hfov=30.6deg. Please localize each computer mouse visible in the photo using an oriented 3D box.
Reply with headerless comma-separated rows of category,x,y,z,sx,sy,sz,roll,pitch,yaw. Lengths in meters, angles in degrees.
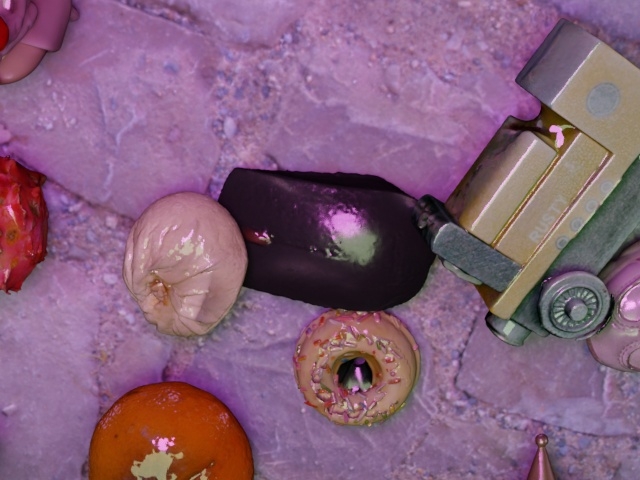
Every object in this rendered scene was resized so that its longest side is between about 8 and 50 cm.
computer mouse,0.000,0.002,1.472,0.295,0.087,0.168,6,107,2

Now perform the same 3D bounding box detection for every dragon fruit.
dragon fruit,-0.458,-0.030,1.406,0.268,0.205,0.210,28,113,-10

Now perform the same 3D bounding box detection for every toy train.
toy train,0.290,-0.062,1.396,0.253,0.160,0.397,30,105,-21

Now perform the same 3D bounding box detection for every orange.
orange,-0.194,0.296,1.523,0.224,0.170,0.224,1,109,2

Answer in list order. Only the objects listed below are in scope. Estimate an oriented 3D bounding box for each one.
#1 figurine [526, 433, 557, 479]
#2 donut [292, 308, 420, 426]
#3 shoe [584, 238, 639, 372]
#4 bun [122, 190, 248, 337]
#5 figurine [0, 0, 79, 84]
figurine,0.297,0.450,1.584,0.207,0.166,0.386,-21,107,-29
donut,0.047,0.168,1.534,0.175,0.068,0.174,0,108,-1
shoe,0.499,0.072,1.433,0.351,0.198,0.171,-23,104,6
bun,-0.175,0.034,1.456,0.164,0.111,0.188,35,120,5
figurine,-0.374,-0.259,1.286,0.176,0.287,0.186,22,92,-6
